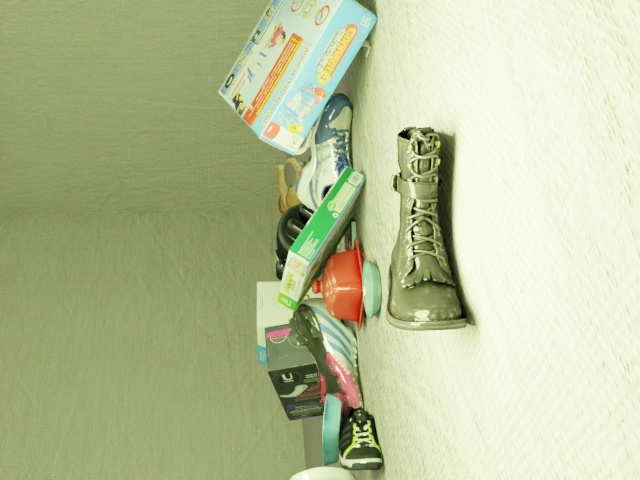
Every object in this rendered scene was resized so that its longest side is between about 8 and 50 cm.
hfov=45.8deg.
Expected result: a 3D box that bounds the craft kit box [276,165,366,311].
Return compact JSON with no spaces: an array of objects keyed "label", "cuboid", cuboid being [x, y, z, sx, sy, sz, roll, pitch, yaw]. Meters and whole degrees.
[{"label":"craft kit box","cuboid":[0.000,0.000,1.642,0.250,0.060,0.247,-56,-11,-29]}]

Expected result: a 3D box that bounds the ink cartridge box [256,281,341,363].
[{"label":"ink cartridge box","cuboid":[-0.063,0.228,2.137,0.168,0.232,0.171,-96,6,-48]}]

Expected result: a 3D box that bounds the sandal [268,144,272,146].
[{"label":"sandal","cuboid":[-0.117,-0.288,1.685,0.072,0.049,0.180,111,157,-70]}]

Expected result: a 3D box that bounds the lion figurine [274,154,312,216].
[{"label":"lion figurine","cuboid":[-0.053,-0.138,2.394,0.392,0.142,0.240,172,88,-80]}]

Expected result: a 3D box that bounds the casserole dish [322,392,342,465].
[{"label":"casserole dish","cuboid":[0.028,0.417,1.664,0.188,0.036,0.114,89,-172,-47]}]

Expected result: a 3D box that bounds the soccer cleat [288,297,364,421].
[{"label":"soccer cleat","cuboid":[0.048,0.285,1.790,0.116,0.143,0.331,-31,78,47]}]

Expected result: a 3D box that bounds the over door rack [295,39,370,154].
[{"label":"over door rack","cuboid":[-0.021,-0.382,1.647,0.324,0.108,0.240,-54,32,42]}]

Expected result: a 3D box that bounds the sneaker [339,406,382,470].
[{"label":"sneaker","cuboid":[0.076,0.405,1.579,0.234,0.084,0.097,-148,58,-83]}]

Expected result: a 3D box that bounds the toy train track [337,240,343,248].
[{"label":"toy train track","cuboid":[0.050,-0.001,2.025,0.083,0.014,0.048,97,169,-59]}]

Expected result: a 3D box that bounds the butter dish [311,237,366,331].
[{"label":"butter dish","cuboid":[0.039,0.099,1.659,0.160,0.118,0.160,95,170,-48]}]

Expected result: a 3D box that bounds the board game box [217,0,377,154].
[{"label":"board game box","cuboid":[-0.060,-0.368,1.531,0.308,0.086,0.302,-57,34,12]}]

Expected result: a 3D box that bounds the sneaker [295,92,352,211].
[{"label":"sneaker","cuboid":[0.038,-0.193,1.768,0.131,0.111,0.297,40,131,36]}]

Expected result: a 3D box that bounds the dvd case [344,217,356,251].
[{"label":"dvd case","cuboid":[0.071,-0.012,1.820,0.119,0.013,0.087,-121,29,-80]}]

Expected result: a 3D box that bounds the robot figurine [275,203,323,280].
[{"label":"robot figurine","cuboid":[-0.045,-0.001,2.159,0.278,0.209,0.174,103,151,-67]}]

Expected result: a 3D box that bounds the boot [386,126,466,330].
[{"label":"boot","cuboid":[0.122,-0.025,0.945,0.263,0.091,0.229,-103,12,-72]}]

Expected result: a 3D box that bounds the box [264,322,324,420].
[{"label":"box","cuboid":[-0.039,0.346,2.026,0.270,0.165,0.143,75,-174,-48]}]

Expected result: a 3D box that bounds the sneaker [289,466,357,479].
[{"label":"sneaker","cuboid":[0.047,0.559,1.486,0.292,0.108,0.169,44,-155,-45]}]

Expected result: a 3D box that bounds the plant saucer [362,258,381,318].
[{"label":"plant saucer","cuboid":[0.103,0.096,1.503,0.119,0.021,0.120,177,90,-84]}]
